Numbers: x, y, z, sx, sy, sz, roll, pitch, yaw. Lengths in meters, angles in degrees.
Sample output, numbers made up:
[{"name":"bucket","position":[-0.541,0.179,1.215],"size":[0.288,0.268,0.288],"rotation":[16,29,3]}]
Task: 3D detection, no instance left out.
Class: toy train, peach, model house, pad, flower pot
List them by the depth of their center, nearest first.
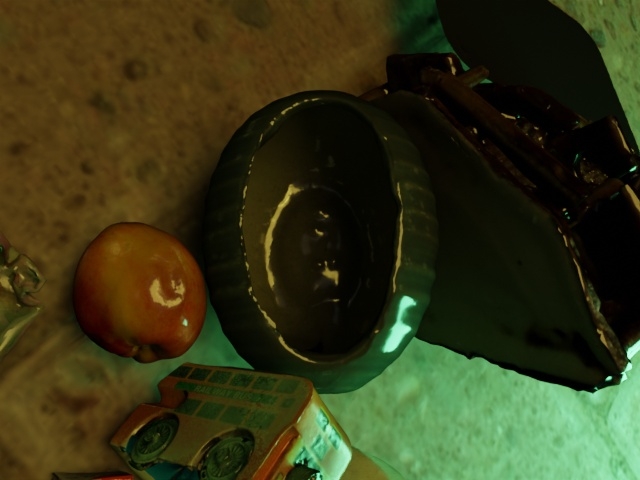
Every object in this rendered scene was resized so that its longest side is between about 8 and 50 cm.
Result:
[{"name":"toy train","position":[-0.061,0.146,0.503],"size":[0.099,0.188,0.072],"rotation":[-49,122,-38]},{"name":"peach","position":[-0.133,0.037,0.534],"size":[0.100,0.100,0.101],"rotation":[8,75,-32]},{"name":"flower pot","position":[0.000,0.000,0.577],"size":[0.189,0.157,0.243],"rotation":[3,83,2]},{"name":"model house","position":[0.213,-0.055,0.680],"size":[0.282,0.317,0.297],"rotation":[-19,103,-32]},{"name":"pad","position":[0.236,-0.253,0.884],"size":[0.375,0.063,0.315],"rotation":[18,53,-35]}]

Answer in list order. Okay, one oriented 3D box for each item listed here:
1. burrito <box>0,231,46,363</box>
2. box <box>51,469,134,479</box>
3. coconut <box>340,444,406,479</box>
[{"name":"burrito","position":[-0.286,0.118,0.429],"size":[0.096,0.066,0.309],"rotation":[41,63,-23]},{"name":"box","position":[-0.162,0.274,0.492],"size":[0.055,0.039,0.218],"rotation":[7,76,-32]},{"name":"coconut","position":[-0.004,0.245,0.536],"size":[0.162,0.161,0.161],"rotation":[-15,88,-33]}]
